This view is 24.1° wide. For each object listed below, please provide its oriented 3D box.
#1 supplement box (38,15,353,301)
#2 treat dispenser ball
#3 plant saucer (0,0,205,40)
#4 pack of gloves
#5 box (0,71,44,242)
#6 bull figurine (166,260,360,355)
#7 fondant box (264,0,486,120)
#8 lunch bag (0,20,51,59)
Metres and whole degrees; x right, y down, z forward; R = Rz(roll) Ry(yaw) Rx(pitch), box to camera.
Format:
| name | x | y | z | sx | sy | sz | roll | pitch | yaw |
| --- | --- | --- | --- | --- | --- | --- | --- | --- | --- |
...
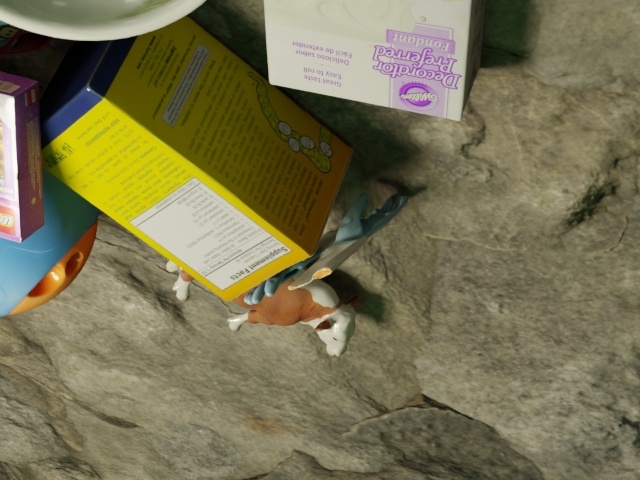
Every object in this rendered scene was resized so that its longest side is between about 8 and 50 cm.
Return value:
| name | x | y | z | sx | sy | sz | roll | pitch | yaw |
| --- | --- | --- | --- | --- | --- | --- | --- | --- | --- |
| supplement box | -0.168 | -0.118 | 1.911 | 0.356 | 0.195 | 0.194 | 38 | 140 | -21 |
| treat dispenser ball | -0.449 | -0.039 | 2.064 | 0.288 | 0.288 | 0.288 | 13 | 143 | 10 |
| plant saucer | -0.264 | -0.405 | 1.607 | 0.400 | 0.100 | 0.400 | 2 | 132 | 2 |
| pack of gloves | 0.000 | 0.000 | 1.976 | 0.195 | 0.232 | 0.046 | -23 | 101 | 43 |
| box | -0.481 | -0.129 | 1.851 | 0.293 | 0.057 | 0.201 | 16 | 122 | 19 |
| bull figurine | -0.089 | 0.066 | 2.185 | 0.310 | 0.101 | 0.188 | 40 | 141 | -25 |
| fondant box | 0.062 | -0.295 | 1.660 | 0.238 | 0.096 | 0.330 | 12 | 144 | 11 |
| lunch bag | -0.430 | -0.321 | 1.818 | 0.258 | 0.120 | 0.293 | 29 | 138 | -27 |
